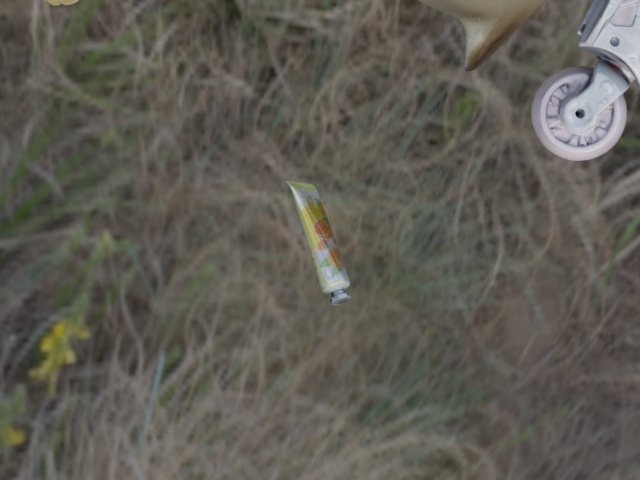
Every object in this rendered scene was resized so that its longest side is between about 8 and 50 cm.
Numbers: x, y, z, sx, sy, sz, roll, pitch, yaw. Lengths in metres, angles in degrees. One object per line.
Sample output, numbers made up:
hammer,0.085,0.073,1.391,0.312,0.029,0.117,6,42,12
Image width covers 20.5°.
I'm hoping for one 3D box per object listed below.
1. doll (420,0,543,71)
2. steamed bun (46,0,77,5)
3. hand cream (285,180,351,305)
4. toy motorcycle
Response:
doll,0.090,-0.341,1.317,0.226,0.215,0.370,-28,77,-16
steamed bun,-0.245,-0.272,1.585,0.192,0.177,0.106,16,90,-27
hand cream,0.000,0.000,1.343,0.035,0.022,0.102,6,60,-49
toy motorcycle,0.250,-0.172,1.341,0.112,0.112,0.254,27,97,8
